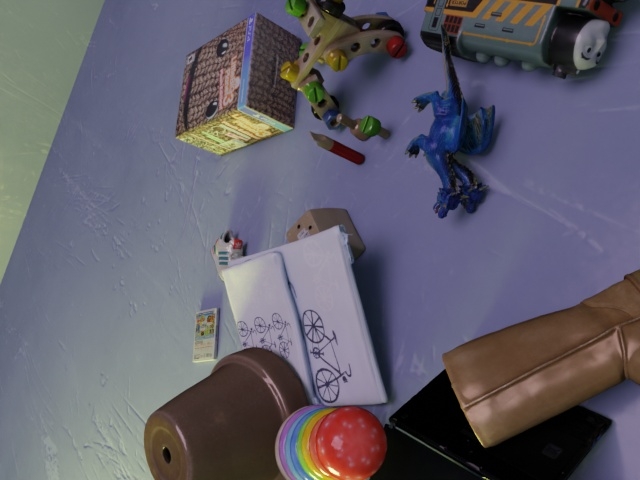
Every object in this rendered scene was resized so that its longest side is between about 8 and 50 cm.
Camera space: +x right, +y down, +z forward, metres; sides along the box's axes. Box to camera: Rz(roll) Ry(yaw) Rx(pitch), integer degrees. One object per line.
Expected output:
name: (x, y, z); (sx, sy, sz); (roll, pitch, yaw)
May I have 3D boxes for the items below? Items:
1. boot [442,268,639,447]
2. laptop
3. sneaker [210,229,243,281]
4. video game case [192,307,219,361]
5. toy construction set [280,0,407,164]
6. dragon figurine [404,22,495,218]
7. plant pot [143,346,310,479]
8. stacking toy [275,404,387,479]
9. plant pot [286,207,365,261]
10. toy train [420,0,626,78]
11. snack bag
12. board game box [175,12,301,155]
boot: (0.308, 0.180, 0.679); (0.269, 0.089, 0.236); (-29, 43, 14)
laptop: (0.206, 0.310, 0.762); (0.234, 0.264, 0.136); (17, 129, 47)
sneaker: (-0.203, 0.039, 1.332); (0.075, 0.057, 0.161); (-59, 41, 23)
video game case: (-0.273, 0.226, 1.381); (0.087, 0.011, 0.122); (-16, 66, 43)
toy construction set: (0.006, -0.322, 1.095); (0.257, 0.237, 0.309); (-19, 65, 42)
dragon figurine: (0.218, -0.182, 0.917); (0.144, 0.085, 0.289); (30, 114, 50)
plant pot: (-0.179, 0.342, 1.038); (0.263, 0.229, 0.263); (6, 98, 43)
stacking toy: (0.014, 0.296, 0.830); (0.330, 0.141, 0.141); (111, 157, -68)
plant pot: (0.000, 0.000, 1.104); (0.109, 0.096, 0.109); (-46, 49, 27)
toy train: (0.301, -0.361, 0.885); (0.334, 0.142, 0.190); (33, 114, 44)
snack bag: (-0.041, 0.164, 1.063); (0.342, 0.037, 0.323); (-17, 85, 43)
board game box: (-0.201, -0.362, 1.395); (0.291, 0.141, 0.232); (-10, 71, 45)
